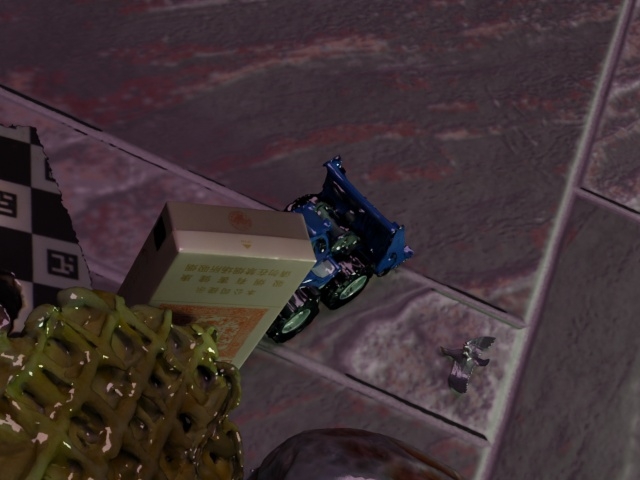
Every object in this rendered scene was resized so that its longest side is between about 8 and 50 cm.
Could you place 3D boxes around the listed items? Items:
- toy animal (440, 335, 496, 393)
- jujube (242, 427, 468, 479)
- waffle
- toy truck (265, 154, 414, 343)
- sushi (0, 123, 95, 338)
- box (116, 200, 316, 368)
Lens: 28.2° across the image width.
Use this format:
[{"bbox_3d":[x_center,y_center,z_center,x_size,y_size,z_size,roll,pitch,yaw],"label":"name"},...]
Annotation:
[{"bbox_3d":[0.148,0.121,1.323,0.050,0.028,0.084,37,51,1],"label":"toy animal"},{"bbox_3d":[0.063,0.301,1.020,0.308,0.215,0.246,35,50,-11],"label":"jujube"},{"bbox_3d":[-0.159,0.191,1.024,0.297,0.073,0.317,5,72,-52],"label":"waffle"},{"bbox_3d":[0.000,0.000,1.306,0.208,0.126,0.113,-30,67,-34],"label":"toy truck"},{"bbox_3d":[-0.379,0.031,1.199,0.320,0.069,0.339,0,53,-39],"label":"sushi"},{"bbox_3d":[-0.108,0.050,1.173,0.141,0.201,0.058,5,51,-30],"label":"box"}]
